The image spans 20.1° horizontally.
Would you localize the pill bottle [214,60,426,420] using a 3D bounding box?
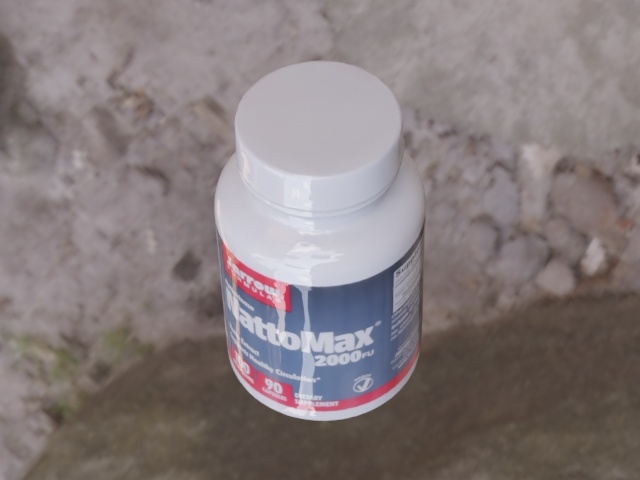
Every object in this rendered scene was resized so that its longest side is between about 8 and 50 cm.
[{"bbox_3d":[0.000,0.000,0.926,0.108,0.108,0.180,18,142,17],"label":"pill bottle"}]
